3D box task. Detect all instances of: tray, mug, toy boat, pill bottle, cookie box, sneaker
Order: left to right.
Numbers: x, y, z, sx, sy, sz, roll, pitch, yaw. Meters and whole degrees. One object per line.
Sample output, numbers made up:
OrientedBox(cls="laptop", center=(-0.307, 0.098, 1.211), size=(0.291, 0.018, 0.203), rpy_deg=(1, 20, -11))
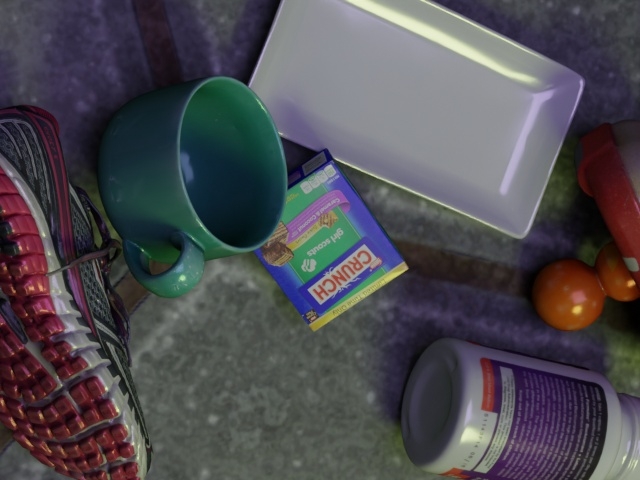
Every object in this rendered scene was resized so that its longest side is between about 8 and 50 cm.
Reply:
OrientedBox(cls="sneaker", center=(-0.182, 0.046, 1.400), size=(0.112, 0.121, 0.299), rpy_deg=(-42, 121, -46))
OrientedBox(cls="mug", center=(-0.106, -0.042, 1.406), size=(0.158, 0.097, 0.129), rpy_deg=(-39, 114, -52))
OrientedBox(cls="cookie box", center=(0.000, 0.000, 1.493), size=(0.092, 0.040, 0.107), rpy_deg=(-34, 109, 6))
OrientedBox(cls="tray", center=(0.072, -0.113, 1.532), size=(0.270, 0.030, 0.145), rpy_deg=(23, 86, -23))
OrientedBox(cls="pill bottle", center=(0.171, 0.147, 1.559), size=(0.193, 0.108, 0.108), rpy_deg=(14, 90, -23))
OrientedBox(cls="toy boat", center=(0.243, 0.028, 1.578), size=(0.151, 0.151, 0.231), rpy_deg=(-24, 106, 12))
